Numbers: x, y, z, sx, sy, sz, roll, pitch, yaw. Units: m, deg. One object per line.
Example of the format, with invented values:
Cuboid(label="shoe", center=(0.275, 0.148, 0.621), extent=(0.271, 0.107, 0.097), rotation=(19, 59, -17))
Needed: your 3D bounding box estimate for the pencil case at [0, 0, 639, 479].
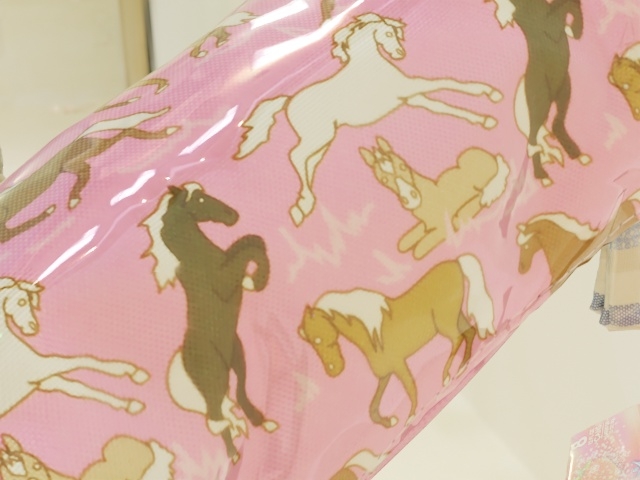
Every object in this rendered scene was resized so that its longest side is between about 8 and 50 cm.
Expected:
Cuboid(label="pencil case", center=(0.000, 0.000, 0.546), extent=(0.160, 0.386, 0.167), rotation=(20, -37, 43))

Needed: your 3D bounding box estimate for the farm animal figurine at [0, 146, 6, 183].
Cuboid(label="farm animal figurine", center=(-0.261, 0.017, 0.967), extent=(0.327, 0.330, 0.172), rotation=(18, -78, 53))

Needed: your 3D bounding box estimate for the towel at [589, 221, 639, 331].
Cuboid(label="towel", center=(0.269, -0.039, 0.853), extent=(0.285, 0.209, 0.034), rotation=(83, 11, -48))

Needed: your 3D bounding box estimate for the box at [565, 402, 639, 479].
Cuboid(label="box", center=(0.246, 0.237, 0.946), extent=(0.154, 0.142, 0.300), rotation=(49, 30, -16))
